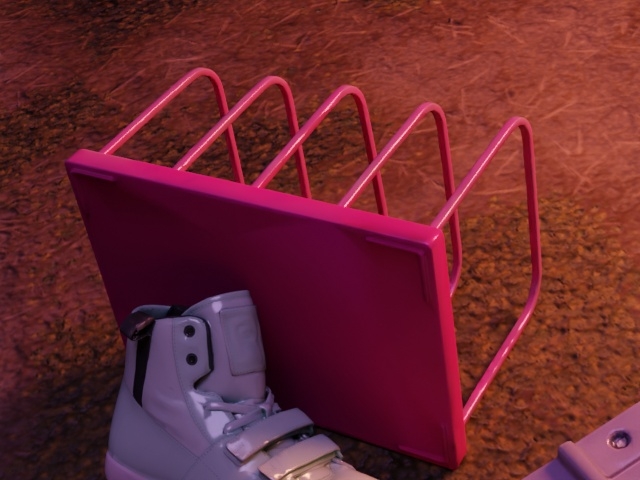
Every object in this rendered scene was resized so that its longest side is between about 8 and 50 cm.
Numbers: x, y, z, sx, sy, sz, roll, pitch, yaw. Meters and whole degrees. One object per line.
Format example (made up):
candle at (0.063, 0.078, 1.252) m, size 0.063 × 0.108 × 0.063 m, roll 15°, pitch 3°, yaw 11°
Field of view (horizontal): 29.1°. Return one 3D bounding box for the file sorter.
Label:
file sorter at (0.000, 0.000, 0.920) m, size 0.291 × 0.202 × 0.182 m, roll 14°, pitch 44°, yaw 28°

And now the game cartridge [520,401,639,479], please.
game cartridge at (0.108, 0.255, 0.669) m, size 0.355 × 0.068 × 0.230 m, roll -31°, pitch 38°, yaw -10°

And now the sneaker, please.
sneaker at (-0.040, 0.116, 0.811) m, size 0.256 × 0.151 × 0.094 m, roll 12°, pitch 13°, yaw 32°
